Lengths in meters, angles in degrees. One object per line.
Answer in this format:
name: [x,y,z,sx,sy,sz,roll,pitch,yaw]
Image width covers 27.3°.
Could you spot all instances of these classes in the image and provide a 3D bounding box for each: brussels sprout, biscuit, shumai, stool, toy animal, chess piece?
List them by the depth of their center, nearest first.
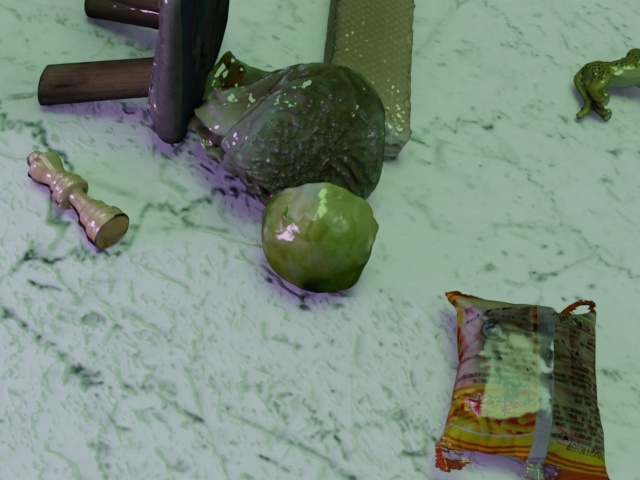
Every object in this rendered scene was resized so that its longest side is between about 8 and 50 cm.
brussels sprout: [-0.003,0.004,1.723,0.152,0.149,0.122,4,64,9]
chess piece: [-0.330,-0.062,1.748,0.172,0.060,0.060,40,52,22]
shumai: [-0.035,-0.167,1.826,0.261,0.225,0.222,15,28,-31]
stool: [-0.257,-0.337,1.845,0.226,0.310,0.310,11,47,3]
biscuit: [0.077,-0.300,2.046,0.144,0.078,0.426,12,49,-6]
toy animal: [0.474,-0.259,2.136,0.181,0.073,0.136,-15,46,-11]

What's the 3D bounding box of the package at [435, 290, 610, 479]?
package: [0.255,0.175,1.667,0.223,0.108,0.288,8,51,-6]
